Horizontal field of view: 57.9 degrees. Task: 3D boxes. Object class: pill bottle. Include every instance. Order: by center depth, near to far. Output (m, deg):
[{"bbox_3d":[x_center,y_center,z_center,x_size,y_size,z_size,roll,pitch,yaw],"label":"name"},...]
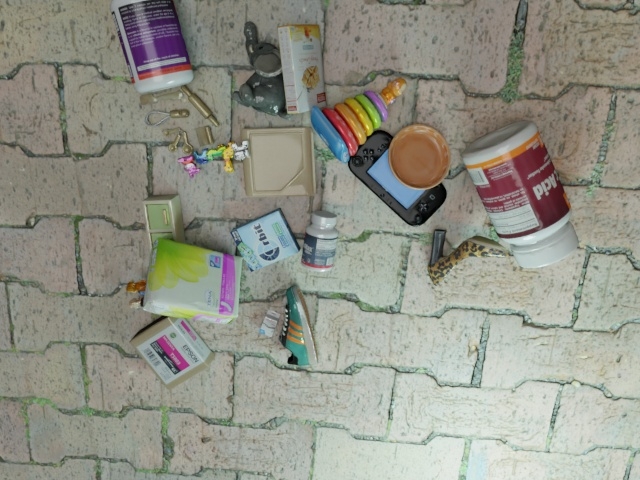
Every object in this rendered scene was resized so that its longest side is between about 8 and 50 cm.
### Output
[{"bbox_3d":[-0.497,-0.606,1.688,0.181,0.181,0.323,-10,106,9],"label":"pill bottle"},{"bbox_3d":[0.596,-0.131,1.705,0.224,0.224,0.392,-26,104,13],"label":"pill bottle"},{"bbox_3d":[0.000,0.000,1.869,0.108,0.108,0.180,10,108,3],"label":"pill bottle"}]

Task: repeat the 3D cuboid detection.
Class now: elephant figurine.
[{"bbox_3d":[-0.155,-0.505,1.710,0.186,0.169,0.239,19,94,-30],"label":"elephant figurine"}]

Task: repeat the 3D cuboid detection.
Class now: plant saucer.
[{"bbox_3d":[0.298,-0.252,1.763,0.200,0.037,0.200,0,89,-12],"label":"plant saucer"}]

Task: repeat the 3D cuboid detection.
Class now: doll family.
[{"bbox_3d":[-0.559,0.175,1.933,0.163,0.263,0.118,15,76,-28],"label":"doll family"}]

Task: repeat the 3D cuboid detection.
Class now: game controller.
[{"bbox_3d":[0.241,-0.193,1.805,0.319,0.067,0.166,42,107,-8],"label":"game controller"}]

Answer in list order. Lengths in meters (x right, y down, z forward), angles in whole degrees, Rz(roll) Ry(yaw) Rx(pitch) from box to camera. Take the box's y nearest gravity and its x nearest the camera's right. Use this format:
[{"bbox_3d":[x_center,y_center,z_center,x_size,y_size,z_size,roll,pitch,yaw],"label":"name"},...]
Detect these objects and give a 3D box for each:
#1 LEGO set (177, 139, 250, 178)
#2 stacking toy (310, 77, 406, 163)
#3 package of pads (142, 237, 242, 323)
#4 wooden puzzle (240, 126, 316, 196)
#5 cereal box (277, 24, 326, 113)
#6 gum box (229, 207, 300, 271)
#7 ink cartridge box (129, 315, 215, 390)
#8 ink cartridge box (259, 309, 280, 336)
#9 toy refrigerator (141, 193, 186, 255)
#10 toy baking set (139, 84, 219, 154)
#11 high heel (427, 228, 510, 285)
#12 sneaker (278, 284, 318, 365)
[{"bbox_3d":[-0.322,-0.251,1.838,0.227,0.087,0.093,-15,109,4],"label":"LEGO set"},{"bbox_3d":[0.135,-0.383,1.723,0.302,0.175,0.166,-36,76,-2],"label":"stacking toy"},{"bbox_3d":[-0.402,0.139,1.841,0.296,0.229,0.101,15,151,-27],"label":"package of pads"},{"bbox_3d":[-0.132,-0.249,1.842,0.238,0.044,0.221,1,108,10],"label":"wooden puzzle"},{"bbox_3d":[-0.049,-0.499,1.681,0.047,0.173,0.240,3,110,29],"label":"cereal box"},{"bbox_3d":[-0.183,0.000,1.923,0.184,0.041,0.157,-22,104,13],"label":"gum box"},{"bbox_3d":[-0.526,0.386,2.058,0.193,0.088,0.235,-33,101,16],"label":"ink cartridge box"},{"bbox_3d":[-0.178,0.289,2.021,0.048,0.028,0.083,21,108,-1],"label":"ink cartridge box"},{"bbox_3d":[-0.515,-0.012,1.926,0.102,0.094,0.269,-1,107,7],"label":"toy refrigerator"},{"bbox_3d":[-0.449,-0.387,1.832,0.197,0.030,0.256,-35,101,15],"label":"toy baking set"},{"bbox_3d":[0.462,0.077,1.818,0.261,0.093,0.186,15,107,37],"label":"high heel"},{"bbox_3d":[-0.092,0.300,1.974,0.121,0.108,0.302,-10,108,5],"label":"sneaker"}]
